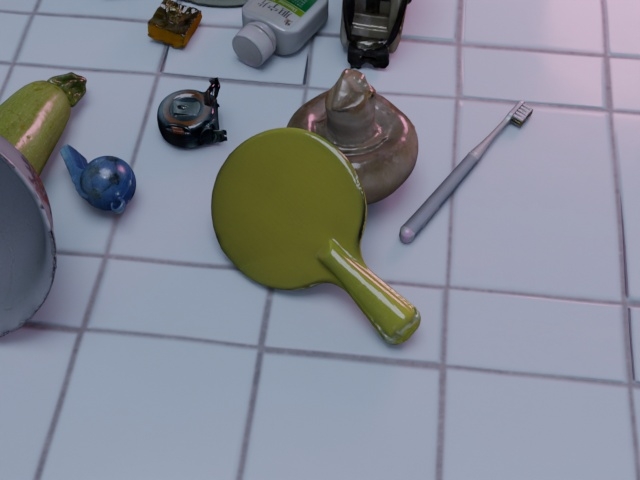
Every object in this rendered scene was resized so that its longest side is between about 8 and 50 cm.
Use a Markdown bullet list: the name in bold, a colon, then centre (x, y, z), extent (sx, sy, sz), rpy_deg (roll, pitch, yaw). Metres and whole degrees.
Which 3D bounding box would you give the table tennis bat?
- **table tennis bat**: centre (0.000, 0.000, 1.380), extent (0.368, 0.054, 0.224), rpy_deg (44, 104, 14)

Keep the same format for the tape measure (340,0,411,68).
- **tape measure**: centre (0.109, -0.458, 1.648), extent (0.133, 0.231, 0.271), rpy_deg (11, 54, 6)

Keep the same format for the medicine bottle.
- **medicine bottle**: centre (-0.072, -0.376, 1.690), extent (0.119, 0.069, 0.183), rpy_deg (29, 61, 17)

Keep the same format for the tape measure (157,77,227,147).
- **tape measure**: centre (-0.203, -0.216, 1.518), extent (0.107, 0.180, 0.104), rpy_deg (-7, 71, -6)

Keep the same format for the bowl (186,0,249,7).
- **bowl**: centre (-0.171, -0.592, 1.794), extent (0.337, 0.157, 0.337), rpy_deg (0, 55, 0)

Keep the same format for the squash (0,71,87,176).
- **squash**: centre (-0.460, -0.172, 1.531), extent (0.137, 0.137, 0.287), rpy_deg (10, 44, 7)

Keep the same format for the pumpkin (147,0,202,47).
- **pumpkin**: centre (-0.250, -0.378, 1.702), extent (0.074, 0.054, 0.083), rpy_deg (17, 51, 7)

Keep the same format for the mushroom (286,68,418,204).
- **mushroom**: centre (0.044, -0.158, 1.452), extent (0.204, 0.204, 0.204), rpy_deg (0, 54, 0)

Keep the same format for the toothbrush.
- **toothbrush**: centre (0.226, -0.111, 1.524), extent (0.030, 0.025, 0.342), rpy_deg (35, 61, 20)

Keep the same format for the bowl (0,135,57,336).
- **bowl**: centre (-0.492, -0.046, 1.338), extent (0.345, 0.345, 0.157), rpy_deg (9, 30, 7)

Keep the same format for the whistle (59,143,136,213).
- **whistle**: centre (-0.325, -0.098, 1.480), extent (0.090, 0.090, 0.158), rpy_deg (-21, 56, -14)
